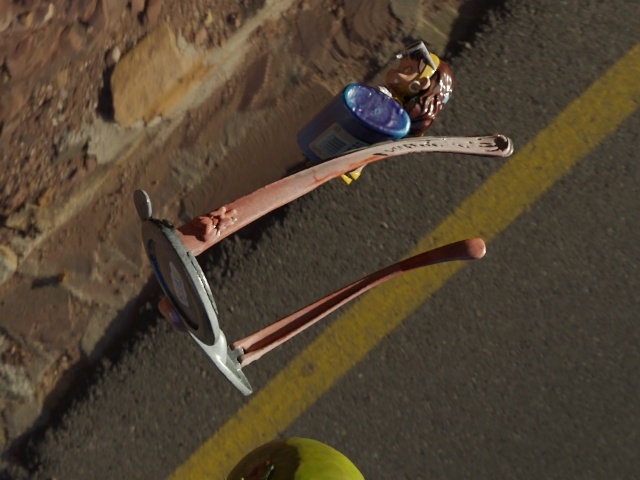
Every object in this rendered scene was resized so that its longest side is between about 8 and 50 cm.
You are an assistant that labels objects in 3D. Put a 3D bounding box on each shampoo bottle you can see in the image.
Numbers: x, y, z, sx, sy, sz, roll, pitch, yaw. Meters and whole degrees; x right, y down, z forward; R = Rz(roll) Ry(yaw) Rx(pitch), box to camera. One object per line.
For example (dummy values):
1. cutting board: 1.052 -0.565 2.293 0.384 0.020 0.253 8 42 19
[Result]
1. shampoo bottle: 0.029 -0.121 1.063 0.087 0.183 0.050 27 69 -14

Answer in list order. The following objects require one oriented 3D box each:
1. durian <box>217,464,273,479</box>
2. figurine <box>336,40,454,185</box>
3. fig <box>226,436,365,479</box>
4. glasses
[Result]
1. durian: -0.124 0.235 0.598 0.095 0.220 0.137 46 141 -12
2. figurine: 0.101 -0.190 1.380 0.240 0.175 0.115 -42 100 -16
3. fig: -0.014 0.476 1.459 0.258 0.258 0.326 -32 104 2
4. glasses: 0.000 0.000 0.720 0.268 0.118 0.234 -29 153 -11
